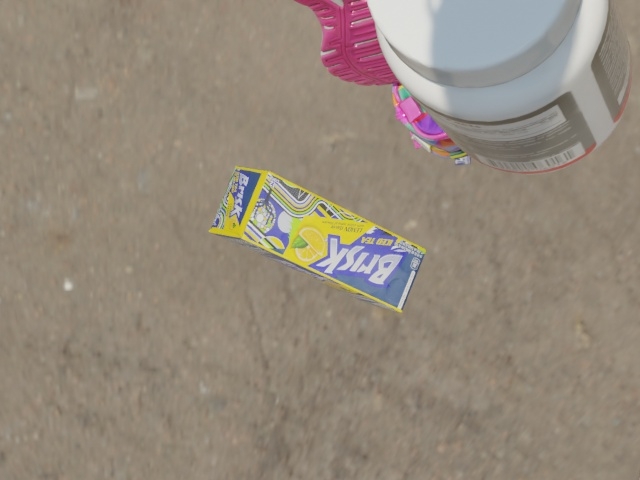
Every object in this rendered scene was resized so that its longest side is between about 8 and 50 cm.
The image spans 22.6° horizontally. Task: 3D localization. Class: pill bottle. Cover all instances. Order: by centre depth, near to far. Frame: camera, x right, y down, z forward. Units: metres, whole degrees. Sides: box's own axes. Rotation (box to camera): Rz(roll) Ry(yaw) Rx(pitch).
[{"bbox_3d":[0.129,-0.150,1.134,0.161,0.283,0.161,-3,80,16],"label":"pill bottle"}]

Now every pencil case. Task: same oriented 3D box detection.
[{"bbox_3d":[0.138,-0.147,1.812,0.104,0.236,0.105,-1,85,9],"label":"pencil case"}]

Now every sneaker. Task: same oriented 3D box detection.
[{"bbox_3d":[0.037,-0.254,1.609,0.103,0.252,0.111,-6,55,22],"label":"sneaker"}]

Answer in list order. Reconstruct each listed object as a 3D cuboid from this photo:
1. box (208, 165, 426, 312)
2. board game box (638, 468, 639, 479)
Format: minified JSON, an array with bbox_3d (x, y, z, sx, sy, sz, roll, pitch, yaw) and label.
[{"bbox_3d":[0.000,0.000,1.268,0.169,0.054,0.059,26,83,-34],"label":"box"},{"bbox_3d":[0.373,0.159,1.180,0.141,0.232,0.291,-8,107,-45],"label":"board game box"}]
